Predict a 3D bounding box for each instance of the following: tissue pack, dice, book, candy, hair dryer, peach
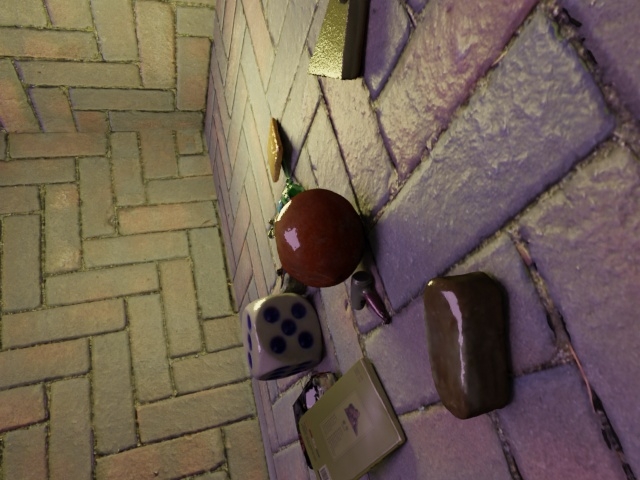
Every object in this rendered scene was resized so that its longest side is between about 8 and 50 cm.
[{"bbox_3d":[-0.004,0.594,1.510,0.332,0.123,0.244,113,142,-52],"label":"tissue pack"},{"bbox_3d":[-0.140,0.345,1.639,0.259,0.243,0.251,125,135,-55],"label":"dice"},{"bbox_3d":[0.070,0.516,1.250,0.352,0.035,0.239,-53,44,29],"label":"book"},{"bbox_3d":[0.243,0.172,0.768,0.102,0.104,0.233,-173,77,-70],"label":"candy"},{"bbox_3d":[-0.113,-0.214,1.647,0.323,0.097,0.097,-110,24,-49],"label":"candy"},{"bbox_3d":[0.125,0.158,1.160,0.154,0.054,0.106,-131,35,-50],"label":"hair dryer"},{"bbox_3d":[0.000,0.000,1.184,0.252,0.253,0.252,174,90,-69],"label":"peach"}]

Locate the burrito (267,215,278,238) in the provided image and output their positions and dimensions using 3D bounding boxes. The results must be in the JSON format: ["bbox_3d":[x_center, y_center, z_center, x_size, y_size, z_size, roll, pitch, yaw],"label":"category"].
[{"bbox_3d":[-0.135,-0.051,1.747,0.309,0.066,0.096,174,93,-66],"label":"burrito"}]

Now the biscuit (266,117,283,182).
[{"bbox_3d":[-0.176,-0.351,1.770,0.249,0.030,0.160,-106,22,-48],"label":"biscuit"}]

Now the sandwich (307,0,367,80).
[{"bbox_3d":[0.042,-0.522,1.168,0.245,0.063,0.212,-135,46,-58],"label":"sandwich"}]

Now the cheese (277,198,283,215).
[{"bbox_3d":[-0.166,-0.120,1.875,0.047,0.017,0.111,-116,28,-48],"label":"cheese"}]

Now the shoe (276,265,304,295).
[{"bbox_3d":[-0.114,0.126,1.685,0.125,0.100,0.227,58,143,34],"label":"shoe"}]
